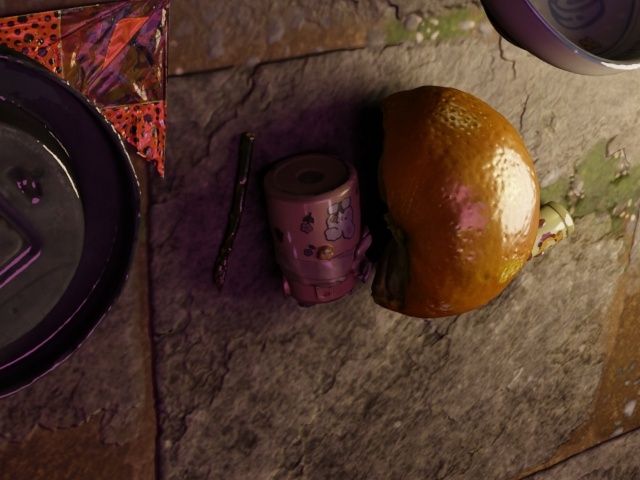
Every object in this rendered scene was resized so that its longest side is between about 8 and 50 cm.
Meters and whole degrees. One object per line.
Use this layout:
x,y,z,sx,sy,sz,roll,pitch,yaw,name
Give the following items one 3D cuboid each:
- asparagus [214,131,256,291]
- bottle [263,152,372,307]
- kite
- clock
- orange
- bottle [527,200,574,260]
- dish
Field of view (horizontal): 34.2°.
-0.082,-0.026,0.993,0.016,0.016,0.163,-22,132,-56,asparagus
-0.001,-0.001,1.010,0.099,0.099,0.152,-22,125,-22,bottle
-0.164,-0.156,0.863,0.125,0.008,0.222,-49,132,-1,kite
-0.299,-0.007,0.815,0.318,0.066,0.319,-16,125,-24,clock
0.131,-0.028,1.027,0.179,0.158,0.237,-36,134,-50,orange
0.244,0.000,1.209,0.101,0.047,0.063,-34,121,-11,bottle
0.200,-0.268,0.964,0.273,0.133,0.273,11,71,-35,dish
